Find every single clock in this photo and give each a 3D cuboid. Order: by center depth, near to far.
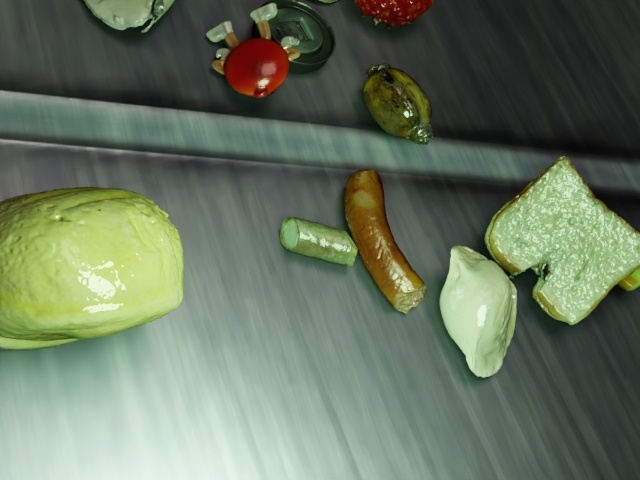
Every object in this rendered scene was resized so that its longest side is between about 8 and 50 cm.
[{"bbox_3d":[-0.058,-0.436,1.981,0.185,0.040,0.184,12,55,-18],"label":"clock"}]

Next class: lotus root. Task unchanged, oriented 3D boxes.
[{"bbox_3d":[0.165,-0.282,1.940,0.120,0.120,0.209,-24,72,-34],"label":"lotus root"}]

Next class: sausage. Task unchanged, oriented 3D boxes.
[{"bbox_3d":[0.111,-0.005,1.760,0.103,0.076,0.302,-6,63,-36],"label":"sausage"}]

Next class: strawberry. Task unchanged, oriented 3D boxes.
[{"bbox_3d":[0.188,-0.610,2.075,0.205,0.244,0.205,13,53,-18],"label":"strawberry"}]

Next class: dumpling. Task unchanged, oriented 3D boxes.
[{"bbox_3d":[0.313,0.131,1.742,0.179,0.131,0.252,12,62,-46],"label":"dumpling"},{"bbox_3d":[-0.369,-0.554,1.845,0.205,0.163,0.292,25,64,-13],"label":"dumpling"}]

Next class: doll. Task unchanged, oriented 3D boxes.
[{"bbox_3d":[-0.127,-0.369,1.868,0.183,0.085,0.217,-22,61,-1],"label":"doll"}]

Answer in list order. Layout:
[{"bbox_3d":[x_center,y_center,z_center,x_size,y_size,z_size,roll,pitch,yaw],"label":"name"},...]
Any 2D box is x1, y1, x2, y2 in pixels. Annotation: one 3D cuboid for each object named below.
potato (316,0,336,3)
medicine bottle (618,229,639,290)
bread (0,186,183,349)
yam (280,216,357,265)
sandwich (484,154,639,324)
[{"bbox_3d":[0.007,-0.652,2.090,0.182,0.117,0.202,20,54,-26],"label":"potato"},{"bbox_3d":[0.591,-0.004,1.953,0.239,0.124,0.124,36,52,1],"label":"medicine bottle"},{"bbox_3d":[-0.369,0.032,1.378,0.321,0.320,0.237,-14,91,-31],"label":"bread"},{"bbox_3d":[0.000,0.000,1.711,0.147,0.069,0.069,14,55,-14],"label":"yam"},{"bbox_3d":[0.484,0.007,1.847,0.249,0.095,0.273,-44,83,2],"label":"sandwich"}]
